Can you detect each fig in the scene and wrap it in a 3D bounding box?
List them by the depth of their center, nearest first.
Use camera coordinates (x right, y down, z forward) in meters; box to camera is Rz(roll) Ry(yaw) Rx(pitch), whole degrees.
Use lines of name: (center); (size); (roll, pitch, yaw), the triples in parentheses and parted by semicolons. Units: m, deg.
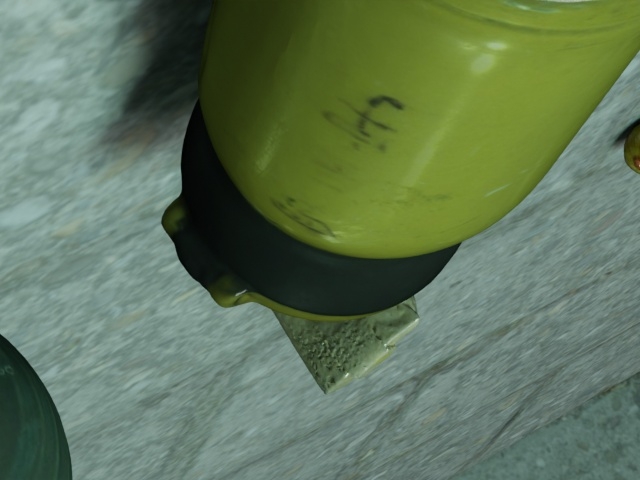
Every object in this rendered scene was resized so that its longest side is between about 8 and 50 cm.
fig: (0.273, -0.084, 1.546); (0.083, 0.050, 0.050); (-49, 171, -24)

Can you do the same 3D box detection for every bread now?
bread: (0.015, 0.006, 1.093); (0.077, 0.152, 0.105); (-41, 158, 25)

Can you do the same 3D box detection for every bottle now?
bottle: (0.031, -0.083, 0.833); (0.171, 0.171, 0.351); (-26, 165, -26)

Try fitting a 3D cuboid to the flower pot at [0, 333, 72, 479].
flower pot: (-0.218, 0.125, 0.957); (0.189, 0.157, 0.243); (-24, 162, -28)
